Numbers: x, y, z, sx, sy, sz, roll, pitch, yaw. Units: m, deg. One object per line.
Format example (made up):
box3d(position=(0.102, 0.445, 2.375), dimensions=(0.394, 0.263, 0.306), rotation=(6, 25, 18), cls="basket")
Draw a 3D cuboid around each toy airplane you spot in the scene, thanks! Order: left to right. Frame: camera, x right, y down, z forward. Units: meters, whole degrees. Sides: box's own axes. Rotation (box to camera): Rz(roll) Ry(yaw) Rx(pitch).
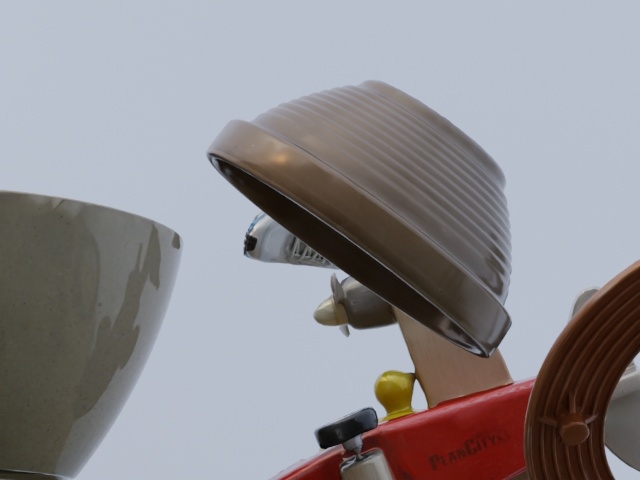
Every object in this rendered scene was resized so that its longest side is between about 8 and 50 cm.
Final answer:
box3d(position=(0.139, 0.193, 1.667), dimensions=(0.384, 0.386, 0.272), rotation=(26, -19, -14), cls="toy airplane")

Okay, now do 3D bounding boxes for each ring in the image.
box3d(position=(0.317, 0.132, 1.256), dimensions=(0.336, 0.032, 0.336), rotation=(-4, -60, -7), cls="ring")

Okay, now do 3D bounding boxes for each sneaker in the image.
box3d(position=(0.000, 0.000, 1.823), dimensions=(0.083, 0.190, 0.071), rotation=(36, -62, 35), cls="sneaker")

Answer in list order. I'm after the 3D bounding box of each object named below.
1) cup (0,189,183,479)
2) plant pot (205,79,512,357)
box3d(position=(-0.305, 0.102, 1.604), dimensions=(0.331, 0.237, 0.331), rotation=(4, -12, 1), cls="cup")
box3d(position=(0.048, -0.031, 1.149), dimensions=(0.237, 0.110, 0.237), rotation=(36, -4, 3), cls="plant pot")
